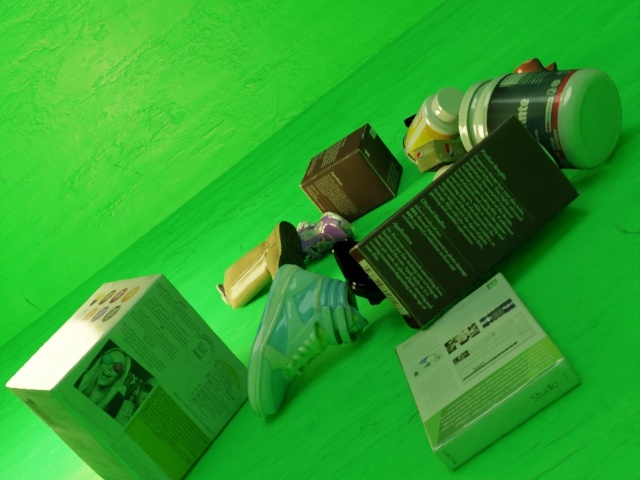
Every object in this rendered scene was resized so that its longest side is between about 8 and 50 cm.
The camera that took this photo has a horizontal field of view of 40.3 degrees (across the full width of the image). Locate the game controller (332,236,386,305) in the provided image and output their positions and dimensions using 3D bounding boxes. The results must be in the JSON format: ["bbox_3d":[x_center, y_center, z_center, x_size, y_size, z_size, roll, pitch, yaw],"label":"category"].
[{"bbox_3d":[0.125,0.057,1.797,0.166,0.067,0.319,-6,17,-7],"label":"game controller"}]

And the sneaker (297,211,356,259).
[{"bbox_3d":[0.000,0.000,2.231,0.236,0.095,0.105,-18,35,57],"label":"sneaker"}]

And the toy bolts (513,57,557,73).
[{"bbox_3d":[0.477,-0.290,1.989,0.218,0.159,0.228,-4,-18,-37],"label":"toy bolts"}]

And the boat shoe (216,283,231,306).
[{"bbox_3d":[-0.260,0.146,2.443,0.038,0.046,0.125,-41,22,-3],"label":"boat shoe"}]

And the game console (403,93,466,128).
[{"bbox_3d":[0.403,-0.362,2.267,0.361,0.044,0.213,-11,15,42],"label":"game console"}]

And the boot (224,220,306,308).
[{"bbox_3d":[-0.149,0.106,2.263,0.269,0.089,0.236,-41,38,38],"label":"boot"}]

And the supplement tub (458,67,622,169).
[{"bbox_3d":[0.430,-0.238,1.717,0.272,0.191,0.191,7,48,47],"label":"supplement tub"}]

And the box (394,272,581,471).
[{"bbox_3d":[0.249,0.195,1.376,0.232,0.058,0.322,-37,18,9],"label":"box"}]

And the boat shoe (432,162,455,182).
[{"bbox_3d":[0.344,-0.154,1.963,0.070,0.078,0.219,-13,-10,-39],"label":"boat shoe"}]

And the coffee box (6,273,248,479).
[{"bbox_3d":[-0.410,0.311,1.906,0.334,0.338,0.337,-50,22,-28],"label":"coffee box"}]

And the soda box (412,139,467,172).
[{"bbox_3d":[0.288,-0.197,2.036,0.061,0.058,0.181,-26,-9,32],"label":"soda box"}]

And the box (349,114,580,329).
[{"bbox_3d":[0.256,-0.032,1.589,0.381,0.191,0.143,-39,-2,-5],"label":"box"}]

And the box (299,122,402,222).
[{"bbox_3d":[0.083,-0.170,2.319,0.203,0.167,0.168,-29,21,28],"label":"box"}]

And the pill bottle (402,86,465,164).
[{"bbox_3d":[0.288,-0.282,2.150,0.117,0.117,0.215,-51,-5,-30],"label":"pill bottle"}]

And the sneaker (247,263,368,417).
[{"bbox_3d":[-0.019,0.210,1.745,0.208,0.127,0.319,8,75,19],"label":"sneaker"}]
